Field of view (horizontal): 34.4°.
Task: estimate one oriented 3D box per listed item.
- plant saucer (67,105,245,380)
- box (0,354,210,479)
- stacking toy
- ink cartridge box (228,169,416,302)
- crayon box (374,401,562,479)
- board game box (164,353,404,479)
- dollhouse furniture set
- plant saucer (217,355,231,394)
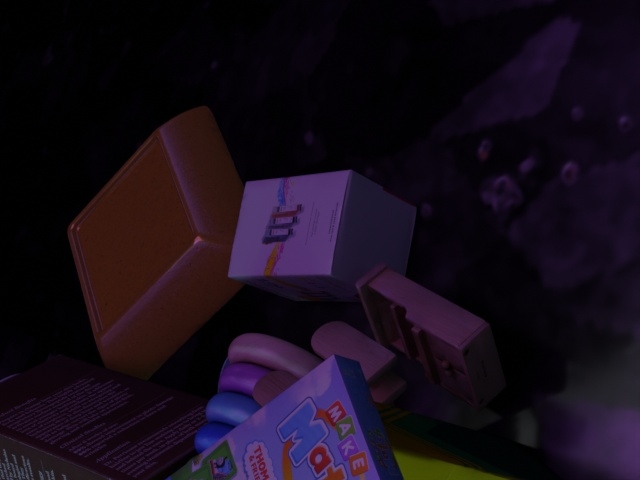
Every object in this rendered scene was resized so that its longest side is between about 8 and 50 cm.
[{"bbox_3d":[-0.252,0.000,1.511,0.333,0.081,0.332,-44,49,21],"label":"plant saucer"},{"bbox_3d":[-0.273,0.269,1.284,0.381,0.191,0.143,11,115,39],"label":"box"},{"bbox_3d":[-0.099,0.269,1.093,0.141,0.141,0.330,2,57,44],"label":"stacking toy"},{"bbox_3d":[0.000,0.000,1.235,0.176,0.128,0.127,-2,72,44],"label":"ink cartridge box"},{"bbox_3d":[0.030,0.331,0.932,0.106,0.313,0.363,36,98,46],"label":"crayon box"},{"bbox_3d":[-0.031,0.210,0.788,0.211,0.039,0.160,-39,51,22],"label":"board game box"},{"bbox_3d":[0.043,0.159,1.061,0.242,0.212,0.161,-38,41,-21],"label":"dollhouse furniture set"},{"bbox_3d":[-0.082,0.181,1.313,0.119,0.021,0.119,-20,59,37],"label":"plant saucer"}]
